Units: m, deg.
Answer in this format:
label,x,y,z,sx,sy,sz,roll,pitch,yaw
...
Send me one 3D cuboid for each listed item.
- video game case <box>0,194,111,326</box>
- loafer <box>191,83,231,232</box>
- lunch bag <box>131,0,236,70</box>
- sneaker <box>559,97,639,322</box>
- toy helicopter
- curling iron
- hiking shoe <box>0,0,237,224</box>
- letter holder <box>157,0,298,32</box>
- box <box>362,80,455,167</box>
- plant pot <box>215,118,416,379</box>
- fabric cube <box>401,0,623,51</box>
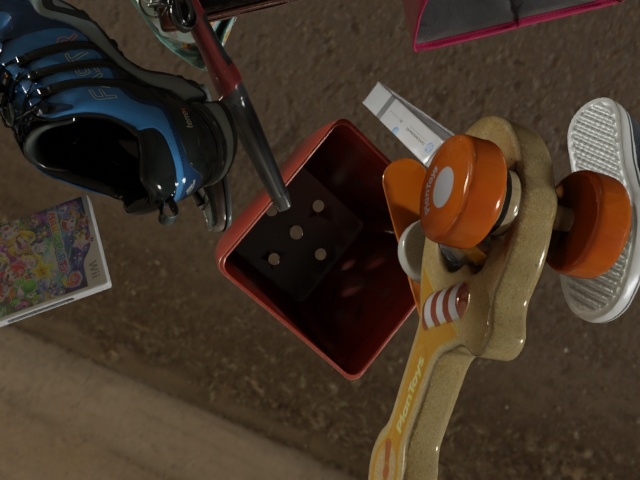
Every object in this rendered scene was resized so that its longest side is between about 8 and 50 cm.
label,x,y,z,sx,sy,sz,roll,pitch,yaw
video game case,-0.240,0.020,0.771,0.122,0.087,0.011,-20,155,-1
loafer,-0.218,-0.139,1.610,0.096,0.084,0.268,146,114,-64
lunch bag,-0.224,-0.474,1.770,0.160,0.223,0.262,17,165,25
sneaker,0.407,-0.031,1.256,0.127,0.321,0.126,26,152,-34
toy helicopter,0.101,0.066,0.795,0.140,0.235,0.355,13,102,-18
curling iron,-0.097,-0.144,0.901,0.035,0.068,0.274,-8,121,35
hiking shoe,-0.220,-0.122,0.773,0.304,0.132,0.113,24,123,10
letter holder,-0.097,-0.359,1.025,0.214,0.302,0.152,-13,119,-8
box,0.146,-0.114,1.136,0.145,0.186,0.038,28,105,-34
plant pot,0.000,0.000,1.381,0.267,0.267,0.235,42,173,-20
fabric cube,0.192,-0.369,0.947,0.259,0.254,0.258,-14,89,1
